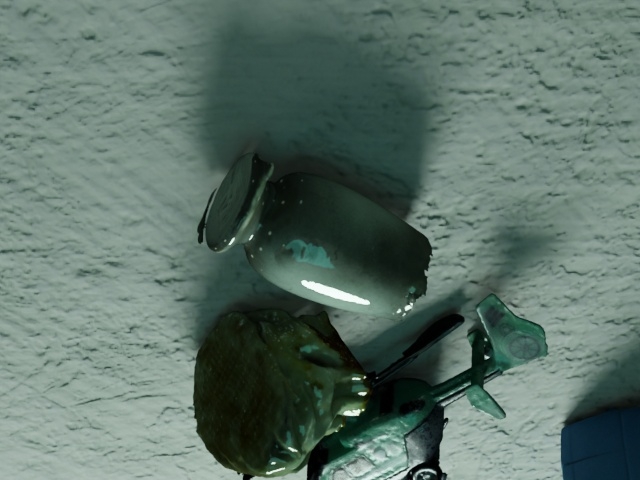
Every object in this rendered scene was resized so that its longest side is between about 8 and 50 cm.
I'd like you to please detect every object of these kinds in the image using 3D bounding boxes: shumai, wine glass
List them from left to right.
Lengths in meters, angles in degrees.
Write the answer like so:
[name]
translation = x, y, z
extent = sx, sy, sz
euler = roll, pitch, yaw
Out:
[shumai]
translation = -0.038, 0.155, 1.176
extent = 0.142, 0.184, 0.184
euler = 11, 131, -39
[wine glass]
translation = 0.000, 0.000, 1.047
extent = 0.204, 0.111, 0.111
euler = 24, 124, -20

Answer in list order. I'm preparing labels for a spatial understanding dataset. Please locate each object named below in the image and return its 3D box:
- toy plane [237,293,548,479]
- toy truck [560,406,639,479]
[toy plane]
translation = 0.091, 0.193, 1.238
extent = 0.381, 0.106, 0.155
euler = -34, 114, 28
[toy truck]
translation = 0.398, 0.361, 1.377
extent = 0.162, 0.161, 0.385
euler = -11, 133, 16
